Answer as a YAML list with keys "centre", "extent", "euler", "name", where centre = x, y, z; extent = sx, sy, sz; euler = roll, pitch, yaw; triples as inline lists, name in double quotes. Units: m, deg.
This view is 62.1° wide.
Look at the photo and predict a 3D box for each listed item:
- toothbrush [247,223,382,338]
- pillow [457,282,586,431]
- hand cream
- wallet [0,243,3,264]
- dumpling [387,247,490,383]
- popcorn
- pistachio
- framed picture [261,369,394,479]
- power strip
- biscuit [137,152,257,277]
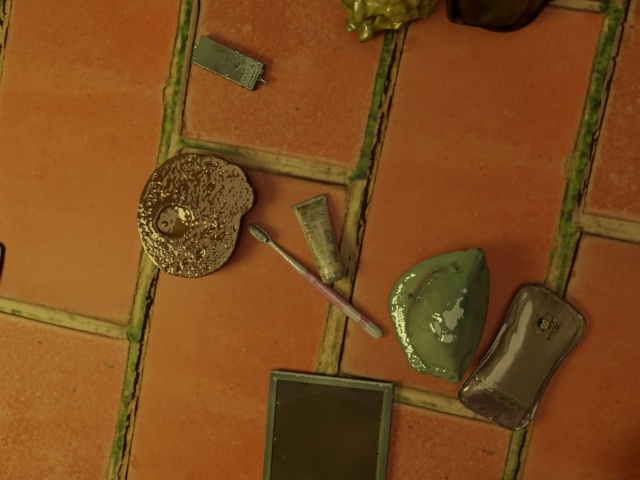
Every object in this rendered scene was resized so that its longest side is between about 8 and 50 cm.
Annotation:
- centre: [-0.010, 0.067, 0.876]
  extent: [0.286, 0.025, 0.020]
  euler: [40, 97, 1]
  name: "toothbrush"
- centre: [0.323, 0.189, 0.845]
  extent: [0.130, 0.038, 0.233]
  euler: [31, 94, 0]
  name: "pillow"
- centre: [0.000, 0.000, 0.869]
  extent: [0.061, 0.039, 0.144]
  euler: [-19, 83, 13]
  name: "hand cream"
- centre: [-0.668, 0.096, 0.934]
  extent: [0.168, 0.052, 0.246]
  euler: [19, 93, 0]
  name: "wallet"
- centre: [0.182, 0.105, 0.819]
  extent: [0.149, 0.105, 0.217]
  euler: [17, 96, 4]
  name: "dumpling"
- centre: [0.092, -0.384, 0.759]
  extent: [0.167, 0.185, 0.188]
  euler: [17, 80, -19]
  name: "popcorn"
- centre: [0.272, -0.374, 0.760]
  extent: [0.210, 0.131, 0.165]
  euler: [-26, 124, -3]
  name: "pistachio"
- centre: [0.008, 0.359, 0.900]
  extent: [0.216, 0.017, 0.275]
  euler: [7, 95, 5]
  name: "framed picture"
- centre: [-0.145, -0.285, 0.865]
  extent: [0.136, 0.019, 0.051]
  euler: [25, 95, 3]
  name: "power strip"
- centre: [-0.206, -0.042, 0.874]
  extent: [0.180, 0.049, 0.208]
  euler: [19, 96, 4]
  name: "biscuit"
